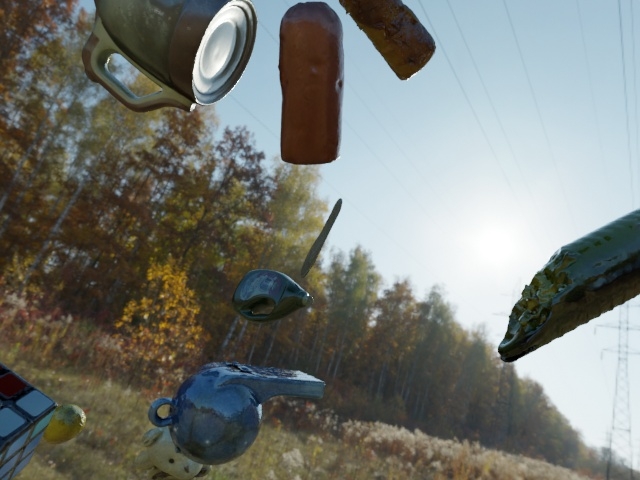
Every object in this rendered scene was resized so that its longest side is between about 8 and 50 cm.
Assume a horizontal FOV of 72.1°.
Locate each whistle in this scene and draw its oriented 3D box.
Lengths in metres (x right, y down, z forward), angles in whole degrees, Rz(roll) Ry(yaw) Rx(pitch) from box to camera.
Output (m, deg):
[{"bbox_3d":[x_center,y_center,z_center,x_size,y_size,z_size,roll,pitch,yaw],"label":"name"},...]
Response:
[{"bbox_3d":[-0.077,0.157,0.400,0.158,0.090,0.090,18,-18,-34],"label":"whistle"}]

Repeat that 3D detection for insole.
[{"bbox_3d":[-0.001,0.000,1.023,0.003,0.080,0.231,20,-59,-15],"label":"insole"}]

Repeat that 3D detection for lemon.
[{"bbox_3d":[-0.582,0.415,0.998,0.111,0.082,0.082,-35,-41,15],"label":"lemon"}]

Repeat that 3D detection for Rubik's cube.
[{"bbox_3d":[-0.544,0.304,0.673,0.163,0.160,0.162,34,17,3],"label":"Rubik's cube"}]

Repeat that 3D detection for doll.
[{"bbox_3d":[-0.373,0.585,1.143,0.175,0.277,0.149,-9,40,-36],"label":"doll"}]

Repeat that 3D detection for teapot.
[{"bbox_3d":[-0.340,-0.421,0.916,0.312,0.314,0.233,32,9,6],"label":"teapot"}]

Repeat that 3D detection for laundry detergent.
[{"bbox_3d":[-0.111,0.137,1.041,0.211,0.137,0.063,6,-36,37],"label":"laundry detergent"}]

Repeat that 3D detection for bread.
[{"bbox_3d":[0.168,-0.530,1.089,0.271,0.139,0.077,43,-3,-24],"label":"bread"}]

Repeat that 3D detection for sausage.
[{"bbox_3d":[-0.015,-0.265,0.758,0.114,0.258,0.113,1,21,-1],"label":"sausage"}]

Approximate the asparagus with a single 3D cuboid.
[{"bbox_3d":[0.404,0.045,0.641,0.108,0.382,0.128,40,-30,61],"label":"asparagus"}]
